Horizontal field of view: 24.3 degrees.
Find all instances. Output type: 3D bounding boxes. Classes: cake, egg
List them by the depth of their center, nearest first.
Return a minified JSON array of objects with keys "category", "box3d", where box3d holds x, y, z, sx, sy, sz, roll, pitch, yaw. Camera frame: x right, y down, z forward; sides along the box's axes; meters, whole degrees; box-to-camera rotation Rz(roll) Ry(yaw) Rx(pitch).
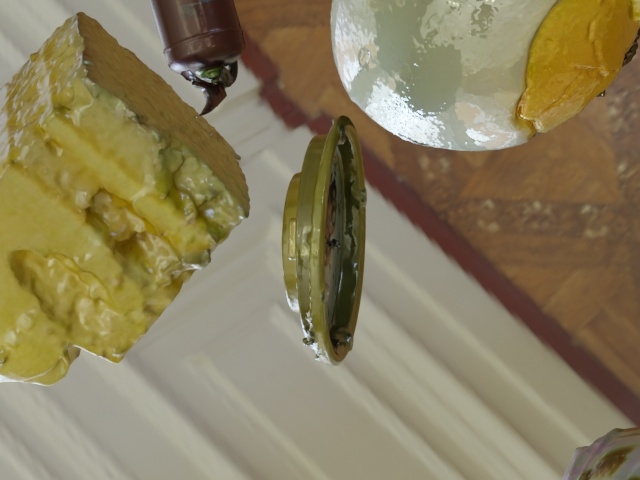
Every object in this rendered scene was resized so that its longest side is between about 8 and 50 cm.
[{"category":"cake","box3d":[-0.239,-0.025,1.398,0.286,0.227,0.222,-44,114,11]},{"category":"egg","box3d":[0.154,-0.261,1.428,0.337,0.337,0.201,37,173,20]}]

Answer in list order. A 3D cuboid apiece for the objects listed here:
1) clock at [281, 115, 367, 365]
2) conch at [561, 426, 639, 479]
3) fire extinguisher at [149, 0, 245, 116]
[{"category":"clock","box3d":[0.000,0.000,1.386,0.057,0.237,0.237,2,118,10]},{"category":"conch","box3d":[0.320,0.324,1.205,0.249,0.197,0.368,-43,80,3]},{"category":"fire extinguisher","box3d":[-0.061,-0.118,0.657,0.039,0.056,0.132,-17,89,22]}]
